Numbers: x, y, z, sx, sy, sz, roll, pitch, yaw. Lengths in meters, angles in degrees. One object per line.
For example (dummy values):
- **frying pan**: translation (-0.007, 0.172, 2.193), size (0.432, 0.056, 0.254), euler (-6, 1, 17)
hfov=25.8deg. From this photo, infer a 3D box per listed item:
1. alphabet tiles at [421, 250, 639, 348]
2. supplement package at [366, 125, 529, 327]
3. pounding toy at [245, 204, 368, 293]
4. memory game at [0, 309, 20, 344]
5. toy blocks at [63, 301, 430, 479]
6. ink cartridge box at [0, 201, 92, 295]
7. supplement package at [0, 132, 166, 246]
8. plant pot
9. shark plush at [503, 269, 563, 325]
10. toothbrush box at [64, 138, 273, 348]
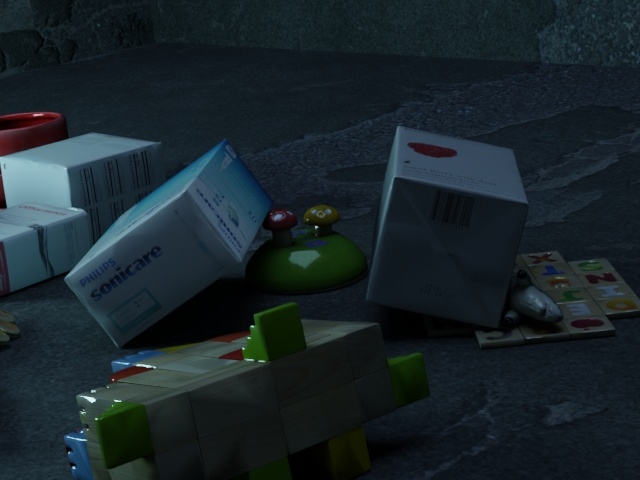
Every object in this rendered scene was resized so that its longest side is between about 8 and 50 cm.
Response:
- **alphabet tiles**: translation (0.274, 0.074, 1.896), size (0.285, 0.011, 0.342), euler (-5, 17, -1)
- **supplement package**: translation (0.166, -0.027, 1.879), size (0.177, 0.175, 0.293), euler (11, 17, 0)
- **pounding toy**: translation (0.000, 0.000, 2.055), size (0.237, 0.110, 0.183), euler (1, 18, 22)
- **memory game**: translation (-0.499, 0.094, 1.911), size (0.186, 0.012, 0.186), euler (22, 13, -6)
- **toy blocks**: translation (-0.117, 0.168, 1.473), size (0.381, 0.191, 0.261), euler (-17, 8, -36)
- **ink cartridge box**: translation (-0.488, 0.013, 2.192), size (0.158, 0.092, 0.218), euler (10, 24, 41)
- **supplement package**: translation (-0.401, -0.086, 2.395), size (0.194, 0.149, 0.203), euler (11, 23, 42)
- **plant pot**: translation (-0.552, -0.137, 2.569), size (0.191, 0.174, 0.191), euler (-5, 17, 1)
- **shark plush**: translation (0.271, 0.083, 1.811), size (0.067, 0.073, 0.161), euler (15, -4, 0)
- **toothbrush box**: translation (-0.202, -0.003, 1.945), size (0.216, 0.126, 0.295), euler (-35, 9, 14)
